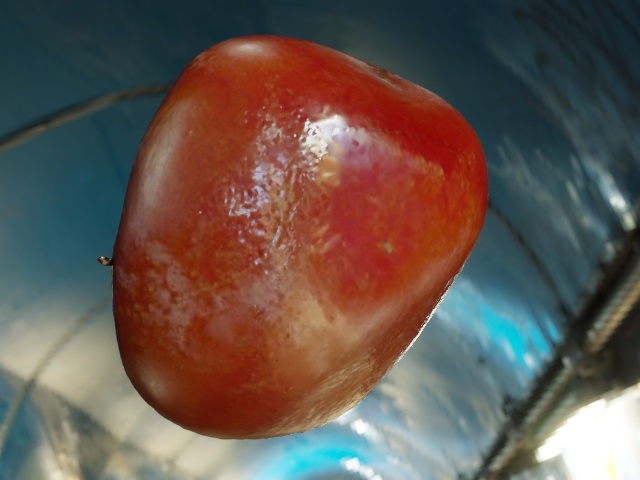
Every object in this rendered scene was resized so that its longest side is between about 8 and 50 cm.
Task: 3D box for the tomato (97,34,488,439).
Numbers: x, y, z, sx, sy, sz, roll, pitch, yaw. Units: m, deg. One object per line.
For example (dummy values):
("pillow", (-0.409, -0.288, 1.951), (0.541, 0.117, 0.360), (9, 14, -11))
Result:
("tomato", (0.003, 0.007, 0.645), (0.166, 0.174, 0.082), (19, -3, -36))
